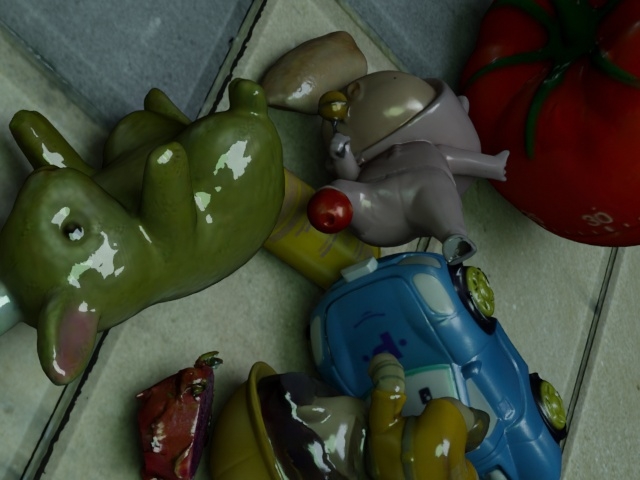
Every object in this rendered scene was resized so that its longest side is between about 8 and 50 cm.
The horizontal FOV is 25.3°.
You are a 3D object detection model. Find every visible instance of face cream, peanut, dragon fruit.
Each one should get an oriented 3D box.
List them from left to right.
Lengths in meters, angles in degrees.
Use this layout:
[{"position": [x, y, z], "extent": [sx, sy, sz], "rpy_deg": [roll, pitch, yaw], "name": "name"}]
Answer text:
[{"position": [-0.133, 0.163, 1.267], "extent": [0.112, 0.068, 0.126], "rpy_deg": [-55, 154, -82], "name": "dragon fruit"}, {"position": [-0.008, -0.169, 1.474], "extent": [0.152, 0.076, 0.076], "rpy_deg": [-37, 109, -43], "name": "peanut"}, {"position": [0.000, 0.000, 1.445], "extent": [0.273, 0.078, 0.078], "rpy_deg": [35, 58, -37], "name": "face cream"}]

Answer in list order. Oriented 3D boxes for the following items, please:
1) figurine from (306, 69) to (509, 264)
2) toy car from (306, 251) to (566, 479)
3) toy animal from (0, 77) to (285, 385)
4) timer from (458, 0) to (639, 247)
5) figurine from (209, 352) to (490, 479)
[{"position": [0.081, -0.083, 1.418], "extent": [0.186, 0.176, 0.287], "rpy_deg": [59, 24, -23], "name": "figurine"}, {"position": [0.110, 0.158, 1.420], "extent": [0.314, 0.198, 0.166], "rpy_deg": [56, 25, -24], "name": "toy car"}, {"position": [-0.181, -0.013, 1.161], "extent": [0.363, 0.181, 0.180], "rpy_deg": [-29, 118, -44], "name": "toy animal"}, {"position": [0.352, -0.176, 1.634], "extent": [0.279, 0.378, 0.378], "rpy_deg": [33, 60, -35], "name": "timer"}, {"position": [0.017, 0.196, 1.292], "extent": [0.167, 0.257, 0.192], "rpy_deg": [-44, 120, -50], "name": "figurine"}]
